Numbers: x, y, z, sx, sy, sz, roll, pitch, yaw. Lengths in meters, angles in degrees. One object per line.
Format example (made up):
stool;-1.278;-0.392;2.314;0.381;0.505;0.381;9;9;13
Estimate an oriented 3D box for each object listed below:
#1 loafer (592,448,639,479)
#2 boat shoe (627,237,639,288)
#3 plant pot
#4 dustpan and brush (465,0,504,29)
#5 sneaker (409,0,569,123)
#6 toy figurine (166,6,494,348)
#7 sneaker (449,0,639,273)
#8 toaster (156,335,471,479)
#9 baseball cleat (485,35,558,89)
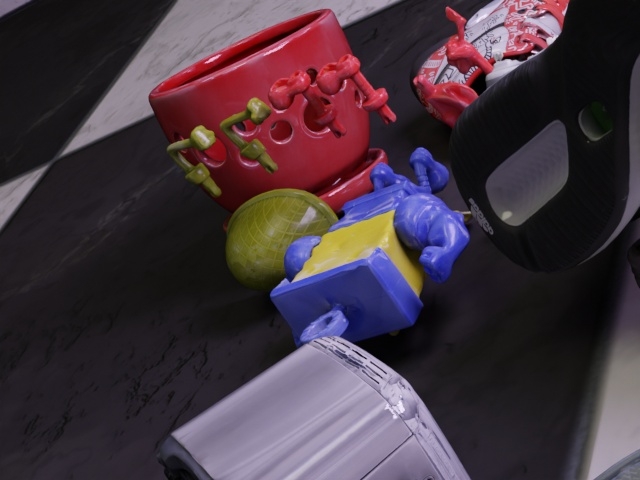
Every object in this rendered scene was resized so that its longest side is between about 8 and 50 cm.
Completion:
loafer;0.114;0.202;0.829;0.267;0.084;0.096;-33;53;14
boat shoe;0.303;-0.015;0.980;0.227;0.069;0.081;-28;23;16
plant pot;-0.040;-0.100;1.467;0.191;0.174;0.191;-24;11;5
dustpan and brush;0.232;-0.254;1.572;0.211;0.060;0.147;-41;23;-15
sneaker;0.212;-0.194;1.450;0.270;0.090;0.145;-38;23;2
toy figurine;0.000;0.000;1.241;0.362;0.191;0.217;-18;32;38
sneaker;0.276;-0.139;0.953;0.257;0.169;0.447;-31;-2;-29
toaster;-0.004;0.152;1.008;0.146;0.129;0.227;-35;20;-12
baseball cleat;0.207;-0.097;1.177;0.206;0.109;0.072;-11;0;-40
